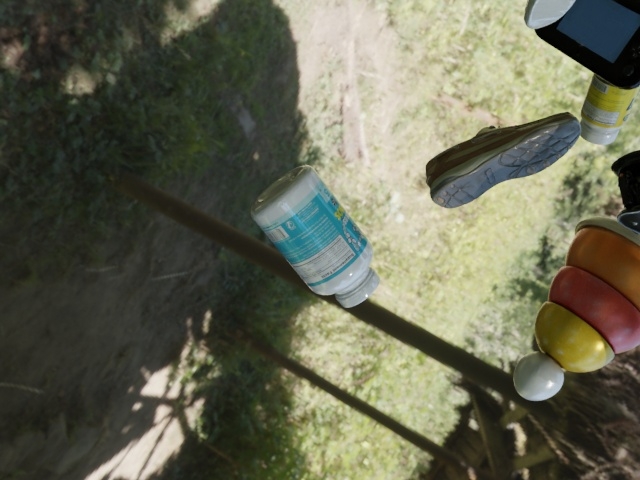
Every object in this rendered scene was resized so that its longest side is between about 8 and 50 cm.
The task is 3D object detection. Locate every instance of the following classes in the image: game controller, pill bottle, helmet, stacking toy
[{"bbox_3d":[0.574,-0.438,1.436,0.067,0.319,0.166,1,127,-33],"label":"game controller"},{"bbox_3d":[0.000,0.000,1.317,0.146,0.264,0.146,-34,-162,12],"label":"pill bottle"},{"bbox_3d":[0.736,-0.356,1.800,0.119,0.119,0.208,-51,155,-37],"label":"pill bottle"},{"bbox_3d":[0.624,-0.085,1.298,0.162,0.169,0.169,20,103,-36],"label":"helmet"},{"bbox_3d":[0.656,0.205,1.772,0.480,0.350,0.350,-44,167,-6],"label":"stacking toy"}]

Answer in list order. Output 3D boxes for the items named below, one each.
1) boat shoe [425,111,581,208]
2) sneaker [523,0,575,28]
[{"bbox_3d":[0.359,-0.185,1.424,0.325,0.116,0.123,-23,143,6],"label":"boat shoe"},{"bbox_3d":[0.385,-0.456,1.161,0.080,0.094,0.212,-8,143,-18],"label":"sneaker"}]
